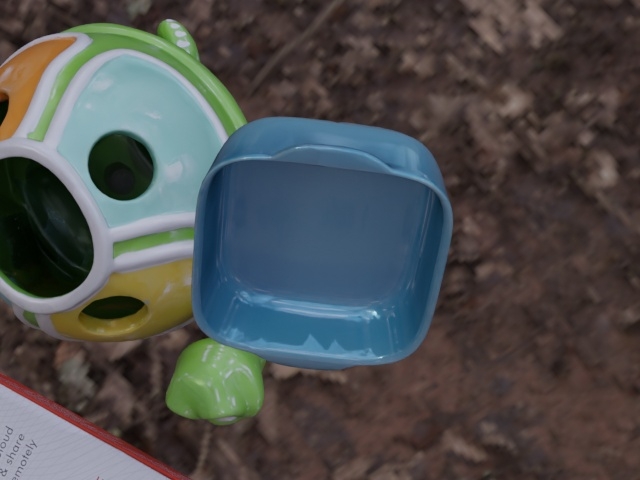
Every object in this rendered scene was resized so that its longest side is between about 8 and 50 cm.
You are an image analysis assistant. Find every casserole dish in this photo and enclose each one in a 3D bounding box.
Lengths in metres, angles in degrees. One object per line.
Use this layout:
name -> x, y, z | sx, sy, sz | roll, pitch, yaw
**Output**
casserole dish -> 0.000, 0.000, 0.868 | 0.114, 0.188, 0.037 | 7, 56, 0

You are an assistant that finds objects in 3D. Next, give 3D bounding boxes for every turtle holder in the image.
turtle holder -> -0.172, -0.007, 1.514 | 0.227, 0.243, 0.320 | -40, 122, -65

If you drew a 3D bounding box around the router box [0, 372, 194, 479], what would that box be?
router box -> -0.177, 0.235, 0.857 | 0.301, 0.082, 0.335 | 24, 84, 26
